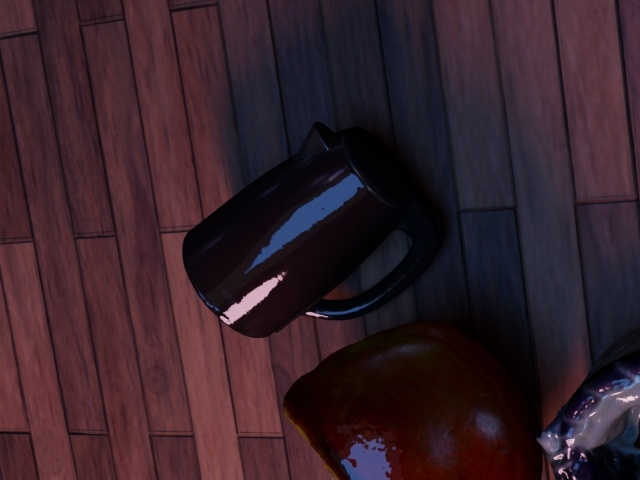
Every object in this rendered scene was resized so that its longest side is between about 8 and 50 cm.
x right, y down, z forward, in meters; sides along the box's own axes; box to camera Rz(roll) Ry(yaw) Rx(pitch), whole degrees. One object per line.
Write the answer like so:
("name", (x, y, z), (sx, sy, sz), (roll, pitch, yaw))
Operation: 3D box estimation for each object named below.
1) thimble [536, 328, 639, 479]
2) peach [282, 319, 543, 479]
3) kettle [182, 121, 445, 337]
("thimble", (0.335, 0.191, 1.261), (0.237, 0.150, 0.237), (8, 107, 26))
("peach", (0.103, 0.221, 1.332), (0.245, 0.248, 0.274), (-22, 97, 18))
("kettle", (0.000, 0.000, 1.398), (0.232, 0.144, 0.202), (-37, 104, 26))
